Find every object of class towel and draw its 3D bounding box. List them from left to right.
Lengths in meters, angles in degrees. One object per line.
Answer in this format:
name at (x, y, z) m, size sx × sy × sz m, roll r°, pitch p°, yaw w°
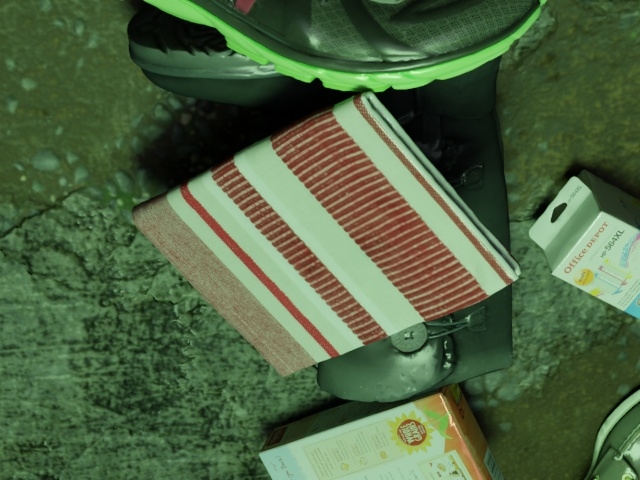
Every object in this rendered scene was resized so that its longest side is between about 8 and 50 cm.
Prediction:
towel at (0.000, 0.000, 1.492) m, size 0.329 × 0.037 × 0.237 m, roll -24°, pitch 117°, yaw 42°

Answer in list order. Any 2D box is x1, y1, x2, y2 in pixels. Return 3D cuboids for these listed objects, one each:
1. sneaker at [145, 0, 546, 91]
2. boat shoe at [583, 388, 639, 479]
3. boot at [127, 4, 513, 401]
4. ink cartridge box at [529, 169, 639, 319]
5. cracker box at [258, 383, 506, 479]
sneaker at (-0.036, -0.272, 1.351) m, size 0.482 × 0.185 × 0.202 m, roll 16°, pitch 139°, yaw 0°
boat shoe at (0.356, 0.295, 1.855) m, size 0.109 × 0.091 × 0.305 m, roll 19°, pitch 118°, yaw -17°
boot at (0.012, -0.037, 1.602) m, size 0.367 × 0.146 × 0.445 m, roll -4°, pitch 126°, yaw -1°
ink cartridge box at (0.300, 0.002, 1.671) m, size 0.143 × 0.090 × 0.092 m, roll 25°, pitch 116°, yaw -20°
cracker box at (0.069, 0.254, 1.769) m, size 0.232 × 0.067 × 0.156 m, roll -21°, pitch 105°, yaw 22°
